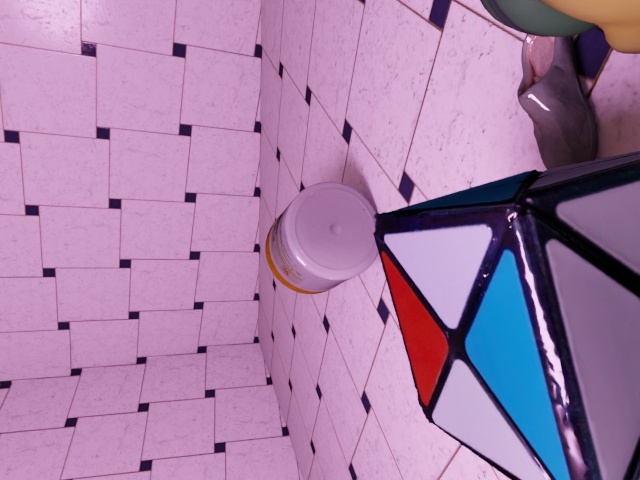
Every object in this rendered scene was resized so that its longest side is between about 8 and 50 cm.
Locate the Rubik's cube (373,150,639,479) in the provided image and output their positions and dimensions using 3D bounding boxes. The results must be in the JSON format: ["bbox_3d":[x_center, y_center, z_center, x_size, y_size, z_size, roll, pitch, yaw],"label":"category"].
[{"bbox_3d":[0.229,0.057,0.456,0.248,0.247,0.249,173,81,-72],"label":"Rubik's cube"}]

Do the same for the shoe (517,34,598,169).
[{"bbox_3d":[0.267,-0.169,0.578,0.079,0.078,0.195,162,103,-71],"label":"shoe"}]

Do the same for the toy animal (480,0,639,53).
[{"bbox_3d":[0.253,-0.271,0.398,0.338,0.191,0.215,-131,38,-60],"label":"toy animal"}]

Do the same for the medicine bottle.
[{"bbox_3d":[0.000,0.000,1.185,0.232,0.238,0.237,139,123,-67],"label":"medicine bottle"}]
